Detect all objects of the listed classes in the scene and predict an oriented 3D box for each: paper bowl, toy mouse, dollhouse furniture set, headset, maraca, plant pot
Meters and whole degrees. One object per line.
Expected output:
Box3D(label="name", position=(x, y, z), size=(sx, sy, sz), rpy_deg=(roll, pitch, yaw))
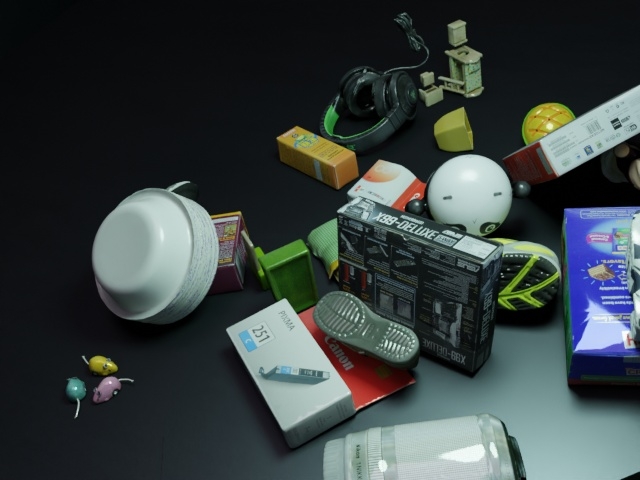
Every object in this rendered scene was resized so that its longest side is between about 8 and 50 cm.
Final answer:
Box3D(label="paper bowl", position=(-0.366, 0.030, 1.624), size=(0.284, 0.148, 0.284), rpy_deg=(-8, 74, 28))
Box3D(label="toy mouse", position=(-0.460, 0.290, 1.541), size=(0.161, 0.031, 0.143), rpy_deg=(7, 44, 24))
Box3D(label="dollhouse furniture set", position=(0.000, 0.000, 1.646), size=(0.301, 0.151, 0.197), rpy_deg=(-24, 40, -12))
Box3D(label="dollhouse furniture set", position=(0.346, -0.465, 2.061), size=(0.161, 0.182, 0.101), rpy_deg=(-27, 41, -16))
Box3D(label="headset", position=(0.146, -0.408, 2.030), size=(0.243, 0.185, 0.394), rpy_deg=(22, 66, 46))
Box3D(label="maraca", position=(0.544, -0.244, 1.815), size=(0.127, 0.099, 0.185), rpy_deg=(-8, 65, 19))
Box3D(label="plant pot", position=(0.330, -0.270, 1.922), size=(0.083, 0.081, 0.081), rpy_deg=(-13, 38, 19))

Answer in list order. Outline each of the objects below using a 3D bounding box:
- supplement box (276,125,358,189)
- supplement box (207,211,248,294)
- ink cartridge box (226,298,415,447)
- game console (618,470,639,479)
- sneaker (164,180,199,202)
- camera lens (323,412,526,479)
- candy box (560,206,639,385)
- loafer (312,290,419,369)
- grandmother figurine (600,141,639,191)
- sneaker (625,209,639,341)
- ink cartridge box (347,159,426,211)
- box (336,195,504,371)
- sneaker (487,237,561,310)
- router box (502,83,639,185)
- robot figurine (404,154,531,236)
Box3D(label="supplement box", position=(-0.011, -0.213, 1.958), size=(0.078, 0.080, 0.233), rpy_deg=(-35, 42, -26))
Box3D(label="supplement box", position=(-0.226, 0.028, 1.738), size=(0.104, 0.081, 0.188), rpy_deg=(-9, 40, 7))
Box3D(label="ink cartridge box", position=(-0.008, 0.216, 1.465), size=(0.261, 0.066, 0.296), rpy_deg=(-26, 41, -13))
Box3D(label="game console", position=(0.463, 0.410, 1.135), size=(0.122, 0.071, 0.107), rpy_deg=(-20, 10, -7))
Box3D(label="sneaker", position=(-0.369, -0.022, 1.848), size=(0.124, 0.107, 0.283), rpy_deg=(30, 59, 23))
Box3D(label="camera lens", position=(0.156, 0.373, 1.109), size=(0.274, 0.219, 0.219), rpy_deg=(-9, 40, 7))
Box3D(label="candy box", position=(0.569, 0.094, 1.355), size=(0.268, 0.122, 0.317), rpy_deg=(0, 50, 15))
Box3D(label="loafer", position=(0.085, 0.178, 1.436), size=(0.251, 0.087, 0.094), rpy_deg=(29, 71, 41))
Box3D(label="grandmother figurine", position=(0.673, -0.133, 1.576), size=(0.104, 0.208, 0.342), rpy_deg=(-33, 19, 9))
Box3D(label="sneaker", position=(0.581, 0.055, 1.242), size=(0.153, 0.094, 0.235), rpy_deg=(1, 52, 15))
Box3D(label="ink cartridge box", position=(0.174, -0.118, 1.818), size=(0.179, 0.045, 0.145), rpy_deg=(17, 49, 36))
Box3D(label="box", position=(0.174, 0.077, 1.418), size=(0.307, 0.242, 0.076), rpy_deg=(20, 39, 32))
Box3D(label="sneaker", position=(0.281, 0.065, 1.528), size=(0.385, 0.145, 0.147), rpy_deg=(5, 18, 23))
Box3D(label="router box", position=(0.581, -0.233, 1.619), size=(0.335, 0.082, 0.301), rpy_deg=(-29, 0, 0))
Box3D(label="robot figurine", position=(0.301, -0.086, 1.591), size=(0.173, 0.278, 0.209), rpy_deg=(41, 94, 2))
